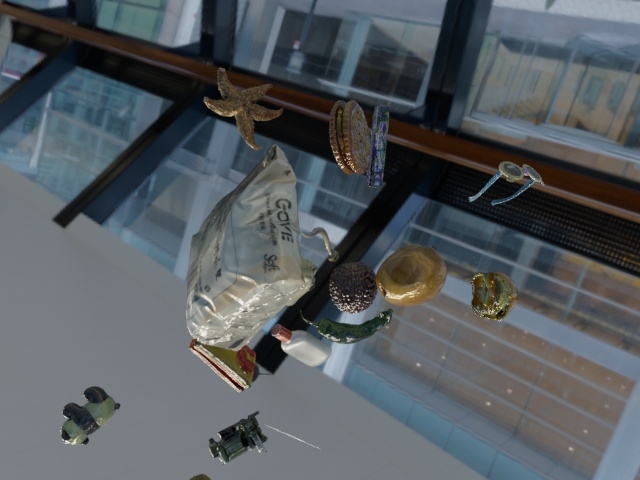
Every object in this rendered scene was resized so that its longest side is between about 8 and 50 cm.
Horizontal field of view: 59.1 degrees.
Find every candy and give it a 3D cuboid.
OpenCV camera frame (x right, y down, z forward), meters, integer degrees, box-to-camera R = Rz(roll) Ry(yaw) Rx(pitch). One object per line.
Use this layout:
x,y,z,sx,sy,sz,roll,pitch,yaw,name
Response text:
0.222,-0.361,2.172,0.061,0.312,0.088,5,-169,-5,candy

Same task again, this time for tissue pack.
-0.181,0.023,1.287,0.195,0.390,0.375,14,-127,-33,tissue pack

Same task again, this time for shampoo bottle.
-0.066,0.332,1.799,0.221,0.108,0.051,38,-149,-34,shampoo bottle

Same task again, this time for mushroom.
0.003,-0.001,1.840,0.043,0.068,0.306,-16,155,13,mushroom

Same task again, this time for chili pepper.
0.080,0.263,1.700,0.279,0.122,0.065,-4,-162,-2,chili pepper

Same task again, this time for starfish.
-0.205,-0.363,1.538,0.227,0.240,0.043,-21,-175,-29,starfish

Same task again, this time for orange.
0.509,0.159,1.635,0.112,0.160,0.170,-1,-135,-25,orange

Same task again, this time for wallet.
-0.278,0.324,1.665,0.241,0.067,0.141,51,-150,-32,wallet

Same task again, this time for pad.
-0.118,0.798,2.298,0.156,0.004,0.232,5,153,44,pad

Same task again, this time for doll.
-0.897,0.680,2.171,0.234,0.143,0.135,-38,-135,-27,doll

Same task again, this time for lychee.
0.112,0.165,1.940,0.188,0.188,0.188,18,-170,-3,lychee

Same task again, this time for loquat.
0.293,0.117,1.818,0.193,0.238,0.238,53,-160,15,loquat

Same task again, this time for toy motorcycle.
-0.287,0.689,1.949,0.205,0.127,0.275,-25,176,-16,toy motorcycle

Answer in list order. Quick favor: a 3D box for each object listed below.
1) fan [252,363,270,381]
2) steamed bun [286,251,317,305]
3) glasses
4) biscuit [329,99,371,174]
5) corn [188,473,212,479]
-0.263,0.537,2.278,0.133,0.085,0.005,-1,154,24,fan
-0.205,0.140,2.169,0.394,0.237,0.346,23,-167,33,steamed bun
0.616,-0.197,1.917,0.189,0.088,0.220,1,164,-32,glasses
0.090,-0.300,1.648,0.066,0.220,0.220,-4,-179,22,biscuit
-0.265,0.781,1.550,0.320,0.097,0.097,41,-159,32,corn
